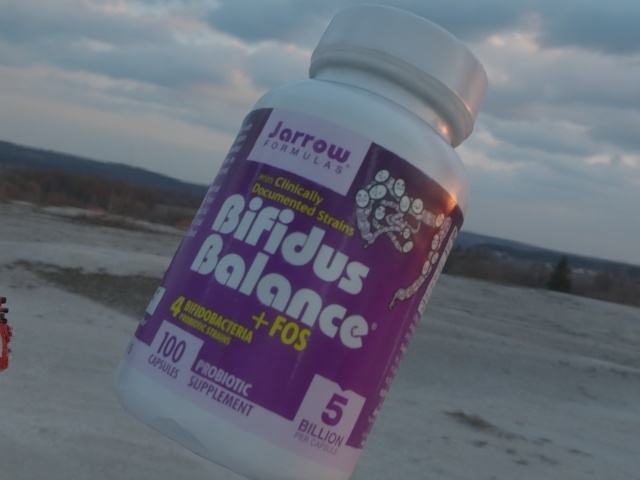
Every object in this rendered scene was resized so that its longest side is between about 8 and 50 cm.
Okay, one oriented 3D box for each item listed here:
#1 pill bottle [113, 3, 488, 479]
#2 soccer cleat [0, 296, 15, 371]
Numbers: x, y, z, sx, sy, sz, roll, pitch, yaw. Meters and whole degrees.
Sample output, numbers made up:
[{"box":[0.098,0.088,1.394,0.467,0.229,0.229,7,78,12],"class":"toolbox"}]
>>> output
[{"box":[0.000,0.000,0.480,0.169,0.302,0.169,24,-10,5],"class":"pill bottle"},{"box":[-0.247,0.069,0.515,0.035,0.083,0.029,1,49,-15],"class":"soccer cleat"}]
